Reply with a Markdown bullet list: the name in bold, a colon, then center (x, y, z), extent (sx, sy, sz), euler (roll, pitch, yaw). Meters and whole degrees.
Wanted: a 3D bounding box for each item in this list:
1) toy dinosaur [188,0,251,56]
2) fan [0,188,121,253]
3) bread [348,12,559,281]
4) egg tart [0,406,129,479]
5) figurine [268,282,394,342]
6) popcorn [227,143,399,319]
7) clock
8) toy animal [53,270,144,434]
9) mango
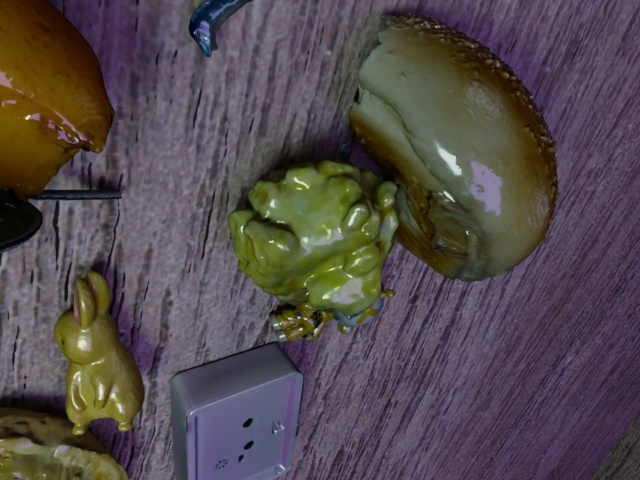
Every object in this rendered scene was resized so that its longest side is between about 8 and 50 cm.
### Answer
- **toy dinosaur**: center (0.027, -0.289, 0.419), extent (0.147, 0.076, 0.362), euler (11, 117, -34)
- **fan**: center (-0.271, -0.030, 0.343), extent (0.224, 0.294, 0.012), euler (10, 101, -6)
- **bread**: center (0.152, -0.074, 0.583), extent (0.171, 0.192, 0.314), euler (-37, 135, -7)
- **egg tart**: center (-0.345, 0.316, 0.553), extent (0.342, 0.129, 0.340), euler (-21, 132, -25)
- **figurine**: center (0.010, 0.076, 0.685), extent (0.143, 0.068, 0.101), euler (0, 115, -17)
- **popcorn**: center (0.000, -0.011, 0.549), extent (0.174, 0.142, 0.173), euler (8, 144, 6)
- **clock**: center (-0.105, 0.234, 0.712), extent (0.150, 0.063, 0.197), euler (-14, 128, -29)
- **toy animal**: center (-0.214, 0.099, 0.542), extent (0.070, 0.083, 0.159), euler (-5, 116, -2)
- **mango**: center (-0.248, -0.108, 0.312), extent (0.252, 0.126, 0.153), euler (21, 103, -36)
